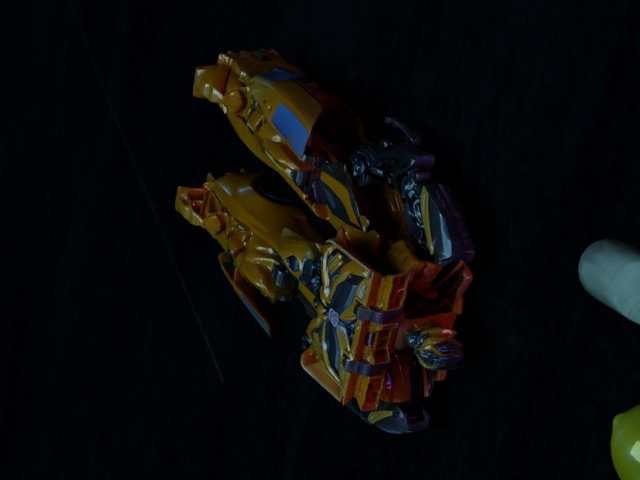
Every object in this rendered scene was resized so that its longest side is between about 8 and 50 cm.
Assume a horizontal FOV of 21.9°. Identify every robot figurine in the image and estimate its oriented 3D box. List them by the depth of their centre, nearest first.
[{"bbox_3d":[0.000,0.000,1.118,0.291,0.085,0.211,48,137,45],"label":"robot figurine"}]

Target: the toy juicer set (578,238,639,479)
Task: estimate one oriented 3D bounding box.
[{"bbox_3d":[0.194,0.108,0.748,0.209,0.089,0.329,-110,2,-63],"label":"toy juicer set"}]
